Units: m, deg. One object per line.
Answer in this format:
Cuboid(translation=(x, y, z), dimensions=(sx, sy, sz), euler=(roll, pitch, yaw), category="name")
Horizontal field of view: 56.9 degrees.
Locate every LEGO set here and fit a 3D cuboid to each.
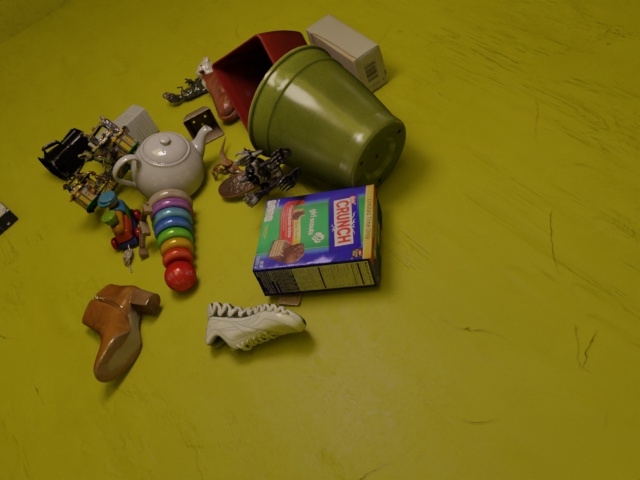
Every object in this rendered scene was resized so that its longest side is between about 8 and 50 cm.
Cuboid(translation=(-0.746, -0.272, 1.954), dimensions=(0.331, 0.192, 0.255), euler=(-50, 9, 12), category="LEGO set")

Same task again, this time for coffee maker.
Cuboid(translation=(-0.930, -0.318, 2.216), dimensions=(0.171, 0.120, 0.178), euler=(32, 68, 12), category="coffee maker")

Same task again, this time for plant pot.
Cuboid(translation=(-0.148, -0.549, 1.969), dimensions=(0.267, 0.267, 0.235), euler=(-12, 23, 47), category="plant pot")
Cuboid(translation=(0.042, -0.318, 1.712), dimensions=(0.353, 0.367, 0.366), euler=(38, 72, 26), category="plant pot")
Cuboid(translation=(-0.422, -0.415, 2.100), dimensions=(0.109, 0.109, 0.096), euler=(-28, 35, -3), category="plant pot")

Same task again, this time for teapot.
Cuboid(translation=(-0.499, -0.257, 1.899), dimensions=(0.252, 0.187, 0.256), euler=(11, 54, 1), category="teapot")

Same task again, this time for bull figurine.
Cuboid(translation=(-0.340, -0.566, 2.171), dimensions=(0.188, 0.101, 0.311), euler=(-23, 62, 0), category="bull figurine")

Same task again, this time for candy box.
Cuboid(translation=(0.000, 0.000, 1.586), dimensions=(0.316, 0.122, 0.268), euler=(-6, 46, 14), category="candy box")

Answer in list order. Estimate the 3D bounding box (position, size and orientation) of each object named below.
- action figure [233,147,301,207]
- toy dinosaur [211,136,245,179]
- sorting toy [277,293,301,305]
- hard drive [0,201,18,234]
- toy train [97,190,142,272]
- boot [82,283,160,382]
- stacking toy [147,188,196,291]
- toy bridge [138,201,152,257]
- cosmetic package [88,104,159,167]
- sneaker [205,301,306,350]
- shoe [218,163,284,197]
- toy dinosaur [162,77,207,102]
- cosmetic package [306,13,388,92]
Cuboid(translation=(-0.176, -0.191, 1.687), dimensions=(0.140, 0.164, 0.275), euler=(-29, 14, -30), category="action figure")
Cuboid(translation=(-0.309, -0.252, 1.963), dimensions=(0.112, 0.064, 0.211), euler=(-26, 54, -28), category="toy dinosaur")
Cuboid(translation=(-0.077, 0.137, 1.584), dimensions=(0.061, 0.012, 0.083), euler=(1, 54, 18), category="sorting toy")
Cuboid(translation=(-1.289, -0.023, 2.134), dimensions=(0.236, 0.064, 0.339), euler=(29, 68, 36), category="hard drive")
Cuboid(translation=(-0.626, -0.034, 1.838), dimensions=(0.105, 0.143, 0.248), euler=(-23, 48, 2), category="toy train")
Cuboid(translation=(-0.590, 0.249, 1.641), dimensions=(0.211, 0.104, 0.295), euler=(2, 49, 29), category="boot")
Cuboid(translation=(-0.428, 0.005, 1.750), dimensions=(0.141, 0.141, 0.330), euler=(-22, 53, 3), category="stacking toy")
Cuboid(translation=(-0.533, -0.038, 1.791), dimensions=(0.026, 0.188, 0.063), euler=(-3, 40, -27), category="toy bridge")
Cuboid(translation=(-0.718, -0.378, 2.168), dimensions=(0.085, 0.117, 0.231), euler=(24, 65, 35), category="cosmetic package")
Cuboid(translation=(-0.168, 0.226, 1.497), dimensions=(0.291, 0.110, 0.118), euler=(-4, 59, 28), category="sneaker")
Cuboid(translation=(-0.217, -0.180, 1.868), dimensions=(0.218, 0.058, 0.077), euler=(-18, 69, 11), category="shoe")
Cuboid(translation=(-0.479, -0.603, 2.298), dimensions=(0.268, 0.064, 0.118), euler=(-17, 56, 2), category="toy dinosaur")
Cuboid(translation=(0.090, -0.643, 2.048), dimensions=(0.113, 0.160, 0.309), euler=(-36, 48, -9), category="cosmetic package")
